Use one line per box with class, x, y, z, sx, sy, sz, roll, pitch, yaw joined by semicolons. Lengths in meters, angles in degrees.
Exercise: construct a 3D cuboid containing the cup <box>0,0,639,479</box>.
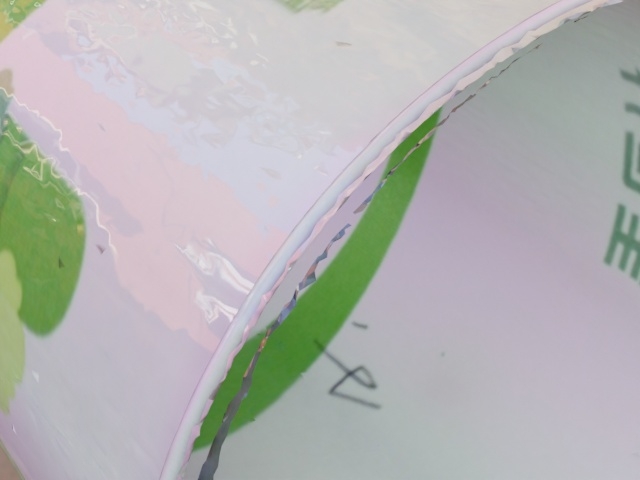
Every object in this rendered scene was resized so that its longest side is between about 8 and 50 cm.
cup;0.000;0.000;0.530;0.253;0.253;0.274;-54;44;4
